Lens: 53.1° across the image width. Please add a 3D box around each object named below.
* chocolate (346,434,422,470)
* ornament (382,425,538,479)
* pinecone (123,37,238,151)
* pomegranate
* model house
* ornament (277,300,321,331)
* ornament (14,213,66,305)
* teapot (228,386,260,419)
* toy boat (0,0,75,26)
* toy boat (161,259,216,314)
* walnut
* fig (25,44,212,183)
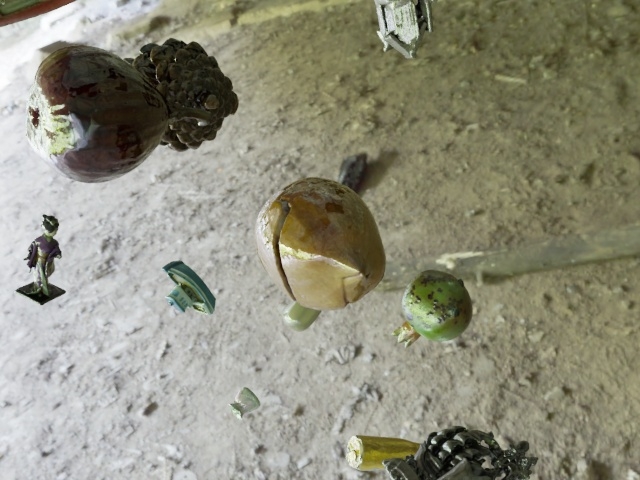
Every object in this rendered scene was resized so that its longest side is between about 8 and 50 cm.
[{"bbox_3d":[0.174,0.503,1.520,0.219,0.085,0.085,8,19,-24],"label":"chocolate"},{"bbox_3d":[0.276,0.443,1.261,0.260,0.106,0.251,-35,14,-6],"label":"ornament"},{"bbox_3d":[-0.297,-0.291,1.299,0.273,0.224,0.224,11,42,45],"label":"pinecone"},{"bbox_3d":[0.239,0.155,1.402,0.205,0.159,0.159,-50,17,27],"label":"pomegranate"},{"bbox_3d":[0.216,-0.566,1.653,0.122,0.188,0.229,-9,21,-10],"label":"model house"},{"bbox_3d":[0.004,0.102,1.407,0.230,0.061,0.245,-51,13,-3],"label":"ornament"},{"bbox_3d":[-0.606,0.041,1.421,0.081,0.203,0.088,28,24,11],"label":"ornament"},{"bbox_3d":[-0.192,0.401,1.571,0.064,0.064,0.083,-40,8,-26],"label":"teapot"},{"bbox_3d":[-0.273,-0.308,0.639,0.392,0.136,0.079,-32,61,-17],"label":"toy boat"},{"bbox_3d":[-0.375,0.145,1.776,0.088,0.215,0.102,8,50,39],"label":"toy boat"},{"bbox_3d":[0.000,0.000,1.010,0.203,0.203,0.298,-28,21,-13],"label":"walnut"},{"bbox_3d":[-0.317,-0.216,1.069,0.217,0.216,0.321,9,19,42],"label":"fig"}]
